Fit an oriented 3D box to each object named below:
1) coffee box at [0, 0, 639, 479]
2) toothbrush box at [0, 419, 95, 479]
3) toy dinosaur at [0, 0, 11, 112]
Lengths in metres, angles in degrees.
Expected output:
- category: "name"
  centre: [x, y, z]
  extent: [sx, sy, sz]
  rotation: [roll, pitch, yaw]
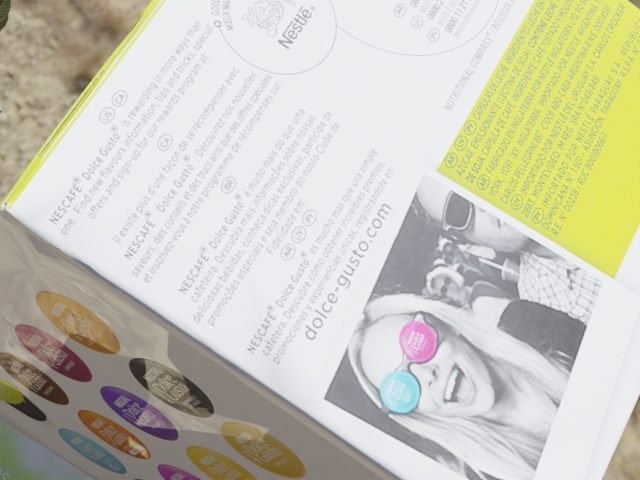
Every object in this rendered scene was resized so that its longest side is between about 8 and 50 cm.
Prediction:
- category: "coffee box"
  centre: [0.000, 0.000, 0.896]
  extent: [0.334, 0.337, 0.338]
  rotation: [35, 63, -8]
- category: "toothbrush box"
  centre: [-0.201, 0.160, 1.173]
  extent: [0.206, 0.283, 0.122]
  rotation: [39, -1, -1]
- category: "toy dinosaur"
  centre: [-0.311, -0.167, 1.043]
  extent: [0.121, 0.313, 0.160]
  rotation: [50, 29, -60]
